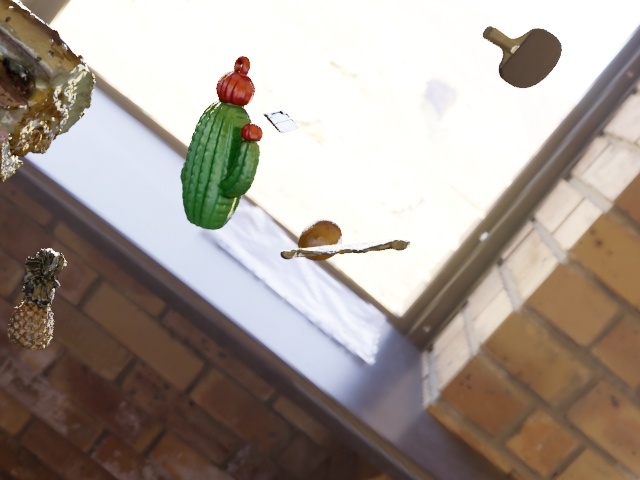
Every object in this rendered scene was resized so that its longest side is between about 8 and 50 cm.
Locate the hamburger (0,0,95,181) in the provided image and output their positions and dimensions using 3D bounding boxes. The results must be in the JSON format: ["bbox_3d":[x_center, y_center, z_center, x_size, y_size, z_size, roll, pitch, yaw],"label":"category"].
[{"bbox_3d":[-0.505,-0.246,1.360,0.277,0.195,0.318,43,-22,-8],"label":"hamburger"}]

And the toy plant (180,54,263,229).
[{"bbox_3d":[-0.134,-0.126,1.289,0.088,0.240,0.154,6,43,-36],"label":"toy plant"}]

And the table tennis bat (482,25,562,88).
[{"bbox_3d":[0.418,-0.392,1.903,0.247,0.138,0.022,16,32,-44],"label":"table tennis bat"}]

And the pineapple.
[{"bbox_3d":[-0.448,0.091,1.447,0.074,0.159,0.074,13,-1,0],"label":"pineapple"}]

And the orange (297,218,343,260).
[{"bbox_3d":[0.000,0.000,1.610,0.085,0.085,0.085,38,13,-10],"label":"orange"}]

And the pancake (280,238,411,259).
[{"bbox_3d":[0.043,0.013,1.367,0.191,0.020,0.184,-6,-1,42],"label":"pancake"}]

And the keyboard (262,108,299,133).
[{"bbox_3d":[-0.089,-0.274,2.092,0.063,0.010,0.198,48,15,-1],"label":"keyboard"}]
